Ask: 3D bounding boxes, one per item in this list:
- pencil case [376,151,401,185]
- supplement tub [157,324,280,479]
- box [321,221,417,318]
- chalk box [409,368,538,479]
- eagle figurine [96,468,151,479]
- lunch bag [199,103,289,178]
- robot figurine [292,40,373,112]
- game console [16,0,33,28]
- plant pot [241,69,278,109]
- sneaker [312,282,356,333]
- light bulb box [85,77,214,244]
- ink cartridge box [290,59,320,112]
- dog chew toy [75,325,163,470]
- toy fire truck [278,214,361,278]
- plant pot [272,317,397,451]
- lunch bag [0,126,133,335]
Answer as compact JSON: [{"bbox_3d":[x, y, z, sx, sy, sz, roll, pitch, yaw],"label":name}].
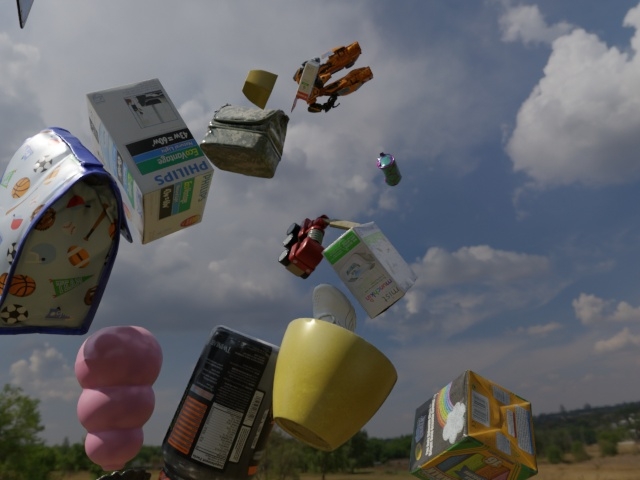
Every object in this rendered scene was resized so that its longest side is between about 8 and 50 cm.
[{"bbox_3d":[0.248,-0.254,1.648,0.070,0.065,0.151,-14,-25,17],"label":"pencil case"},{"bbox_3d":[-0.200,0.371,0.975,0.206,0.338,0.207,20,-15,6],"label":"supplement tub"},{"bbox_3d":[0.156,0.074,1.334,0.126,0.231,0.262,-40,-7,18],"label":"box"},{"bbox_3d":[0.331,0.475,1.070,0.179,0.180,0.289,28,-50,-3],"label":"chalk box"},{"bbox_3d":[-0.432,0.626,0.878,0.298,0.225,0.226,-42,-66,9],"label":"eagle figurine"},{"bbox_3d":[-0.296,-0.416,1.823,0.304,0.256,0.213,11,-24,23],"label":"lunch bag"},{"bbox_3d":[0.036,-0.608,1.703,0.290,0.211,0.085,-26,-2,8],"label":"robot figurine"},{"bbox_3d":[-0.496,-0.459,0.837,0.124,0.085,0.144,-18,6,-30],"label":"game console"},{"bbox_3d":[-0.185,-0.457,1.358,0.083,0.081,0.081,22,-31,-13],"label":"plant pot"},{"bbox_3d":[0.040,0.253,1.175,0.110,0.298,0.129,-19,-11,15],"label":"sneaker"},{"bbox_3d":[-0.541,-0.239,1.449,0.225,0.361,0.358,-27,-12,-29],"label":"light bulb box"},{"bbox_3d":[-0.034,-0.344,1.032,0.029,0.063,0.115,20,-62,-4],"label":"ink cartridge box"},{"bbox_3d":[-0.503,0.388,1.139,0.206,0.332,0.207,-5,-21,-2],"label":"dog chew toy"},{"bbox_3d":[0.000,0.000,1.590,0.158,0.217,0.246,37,-51,-20],"label":"toy fire truck"},{"bbox_3d":[0.002,0.162,0.486,0.134,0.095,0.134,21,-34,15],"label":"plant pot"},{"bbox_3d":[-0.594,-0.034,1.028,0.238,0.327,0.386,12,-73,-48],"label":"lunch bag"}]
